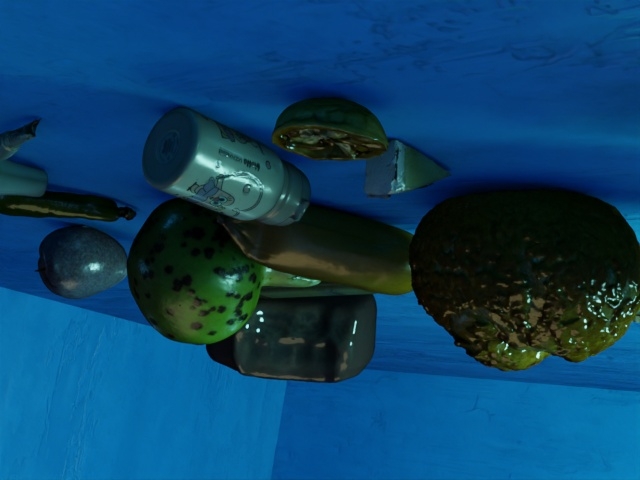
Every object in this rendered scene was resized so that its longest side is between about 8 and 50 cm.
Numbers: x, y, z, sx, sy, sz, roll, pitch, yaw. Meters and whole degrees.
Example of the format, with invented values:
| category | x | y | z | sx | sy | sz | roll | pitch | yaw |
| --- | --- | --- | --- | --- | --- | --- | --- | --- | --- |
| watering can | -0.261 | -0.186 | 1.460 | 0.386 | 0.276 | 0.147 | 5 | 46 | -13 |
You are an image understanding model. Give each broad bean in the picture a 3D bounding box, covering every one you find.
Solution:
| category | x | y | z | sx | sy | sz | roll | pitch | yaw |
| --- | --- | --- | --- | --- | --- | --- | --- | --- | --- |
| broad bean | -0.459 | -0.060 | 1.573 | 0.318 | 0.056 | 0.098 | 10 | 167 | -14 |

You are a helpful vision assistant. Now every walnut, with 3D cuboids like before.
| category | x | y | z | sx | sy | sz | roll | pitch | yaw |
| --- | --- | --- | --- | --- | --- | --- | --- | --- | --- |
| walnut | 0.011 | -0.118 | 0.972 | 0.121 | 0.052 | 0.091 | 5 | 166 | 11 |

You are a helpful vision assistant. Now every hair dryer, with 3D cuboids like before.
| category | x | y | z | sx | sy | sz | roll | pitch | yaw |
| --- | --- | --- | --- | --- | --- | --- | --- | --- | --- |
| hair dryer | -0.428 | -0.105 | 1.341 | 0.267 | 0.092 | 0.229 | -6 | 170 | 22 |

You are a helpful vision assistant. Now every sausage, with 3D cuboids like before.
| category | x | y | z | sx | sy | sz | roll | pitch | yaw |
| --- | --- | --- | --- | --- | --- | --- | --- | --- | --- |
| sausage | -0.003 | 0.005 | 1.407 | 0.328 | 0.112 | 0.112 | 14 | 167 | -20 |

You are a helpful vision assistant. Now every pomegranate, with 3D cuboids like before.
| category | x | y | z | sx | sy | sz | roll | pitch | yaw |
| --- | --- | --- | --- | --- | --- | --- | --- | --- | --- |
| pomegranate | -0.157 | 0.024 | 1.476 | 0.286 | 0.231 | 0.231 | -29 | 176 | -15 |

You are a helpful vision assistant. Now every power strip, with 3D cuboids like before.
| category | x | y | z | sx | sy | sz | roll | pitch | yaw |
| --- | --- | --- | --- | --- | --- | --- | --- | --- | --- |
| power strip | -0.031 | 0.050 | 1.665 | 0.066 | 0.092 | 0.388 | 20 | 163 | -37 |

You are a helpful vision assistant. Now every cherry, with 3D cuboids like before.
| category | x | y | z | sx | sy | sz | roll | pitch | yaw |
| --- | --- | --- | --- | --- | --- | --- | --- | --- | --- |
| cherry | -0.454 | 0.040 | 1.834 | 0.176 | 0.140 | 0.176 | -11 | -178 | 0 |

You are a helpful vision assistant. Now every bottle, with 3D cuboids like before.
| category | x | y | z | sx | sy | sz | roll | pitch | yaw |
| --- | --- | --- | --- | --- | --- | --- | --- | --- | --- |
| bottle | -0.104 | -0.079 | 1.139 | 0.209 | 0.097 | 0.110 | 22 | -166 | -46 |

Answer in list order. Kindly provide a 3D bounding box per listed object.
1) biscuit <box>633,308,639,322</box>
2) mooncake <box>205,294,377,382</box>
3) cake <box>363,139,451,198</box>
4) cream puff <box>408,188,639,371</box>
| category | x | y | z | sx | sy | sz | roll | pitch | yaw |
| --- | --- | --- | --- | --- | --- | --- | --- | --- | --- |
| biscuit | 0.659 | 0.116 | 1.538 | 0.379 | 0.054 | 0.094 | 5 | 168 | 20 |
| mooncake | -0.043 | 0.175 | 1.854 | 0.326 | 0.174 | 0.334 | -2 | -167 | -29 |
| cake | 0.104 | -0.085 | 1.110 | 0.052 | 0.065 | 0.121 | -2 | -174 | 41 |
| cream puff | 0.254 | 0.056 | 1.210 | 0.303 | 0.212 | 0.303 | 8 | 162 | 3 |
